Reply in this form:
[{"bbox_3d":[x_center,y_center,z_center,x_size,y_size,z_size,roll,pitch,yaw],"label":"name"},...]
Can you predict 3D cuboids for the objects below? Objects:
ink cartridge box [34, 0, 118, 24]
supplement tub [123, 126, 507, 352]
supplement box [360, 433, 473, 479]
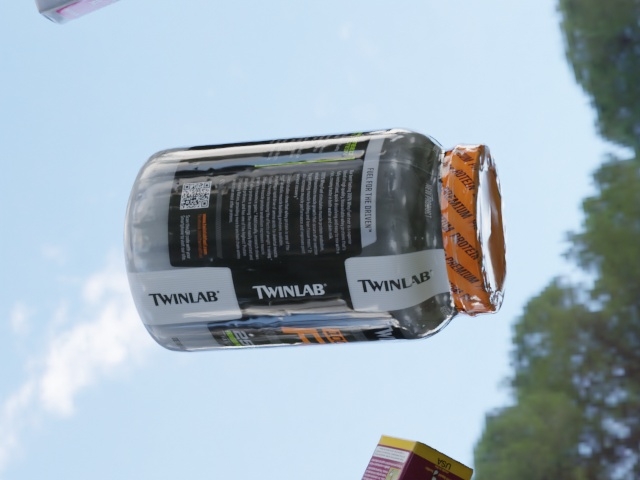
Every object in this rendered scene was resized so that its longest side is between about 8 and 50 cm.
[{"bbox_3d":[-0.117,-0.324,1.310,0.065,0.311,0.185,18,-127,-80],"label":"ink cartridge box"},{"bbox_3d":[0.000,0.000,0.850,0.117,0.190,0.117,-4,-90,-73],"label":"supplement tub"},{"bbox_3d":[0.045,0.159,0.904,0.043,0.055,0.083,30,-101,-18],"label":"supplement box"}]
